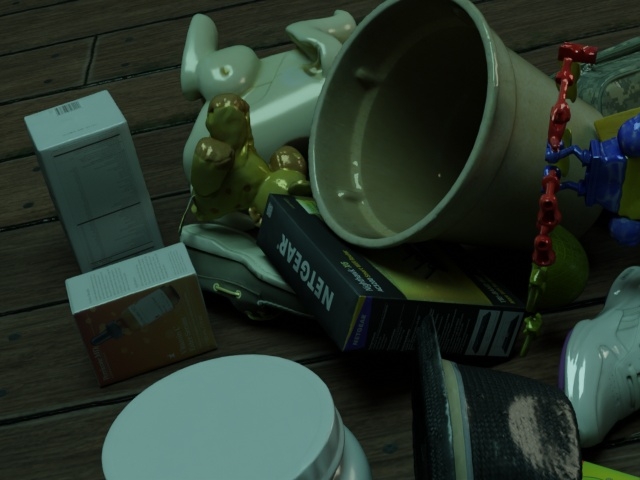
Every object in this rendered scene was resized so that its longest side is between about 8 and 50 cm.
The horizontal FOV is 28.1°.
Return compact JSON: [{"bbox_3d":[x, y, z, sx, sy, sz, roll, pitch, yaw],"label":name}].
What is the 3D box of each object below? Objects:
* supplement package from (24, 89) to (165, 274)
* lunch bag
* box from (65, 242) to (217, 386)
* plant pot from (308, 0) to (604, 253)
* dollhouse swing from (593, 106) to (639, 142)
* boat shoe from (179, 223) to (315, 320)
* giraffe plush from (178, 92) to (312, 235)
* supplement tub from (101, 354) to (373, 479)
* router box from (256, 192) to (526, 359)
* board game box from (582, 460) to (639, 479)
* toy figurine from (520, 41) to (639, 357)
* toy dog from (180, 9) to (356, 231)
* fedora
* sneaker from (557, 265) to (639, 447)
[{"bbox_3d":[-0.341,-0.079,1.947,0.139,0.244,0.134,-20,33,-12],"label":"supplement package"},{"bbox_3d":[0.470,-0.189,1.872,0.305,0.213,0.256,-20,16,-13],"label":"lunch bag"},{"bbox_3d":[-0.243,0.100,1.735,0.170,0.130,0.091,-19,33,-8],"label":"box"},{"bbox_3d":[0.204,-0.120,1.661,0.305,0.334,0.334,16,12,-38],"label":"plant pot"},{"bbox_3d":[0.581,-0.035,1.578,0.346,0.305,0.315,-7,-3,-28],"label":"dollhouse swing"},{"bbox_3d":[-0.086,0.057,1.782,0.305,0.091,0.109,21,21,40],"label":"boat shoe"},{"bbox_3d":[-0.090,-0.087,1.793,0.170,0.210,0.181,15,0,0],"label":"giraffe plush"},{"bbox_3d":[-0.055,0.295,1.161,0.241,0.331,0.241,-9,31,6],"label":"supplement tub"},{"bbox_3d":[0.084,0.043,1.657,0.242,0.081,0.309,5,23,-27],"label":"router box"},{"bbox_3d":[0.318,0.289,1.307,0.181,0.043,0.092,12,39,35],"label":"board game box"},{"bbox_3d":[0.354,-0.031,1.438,0.217,0.363,0.191,7,34,10],"label":"toy figurine"},{"bbox_3d":[0.001,-0.193,1.974,0.407,0.285,0.395,-4,36,12],"label":"toy dog"},{"bbox_3d":[0.171,0.221,1.238,0.152,0.334,0.334,-3,32,1],"label":"fedora"},{"bbox_3d":[0.374,0.128,1.473,0.152,0.114,0.305,9,38,33],"label":"sneaker"}]
